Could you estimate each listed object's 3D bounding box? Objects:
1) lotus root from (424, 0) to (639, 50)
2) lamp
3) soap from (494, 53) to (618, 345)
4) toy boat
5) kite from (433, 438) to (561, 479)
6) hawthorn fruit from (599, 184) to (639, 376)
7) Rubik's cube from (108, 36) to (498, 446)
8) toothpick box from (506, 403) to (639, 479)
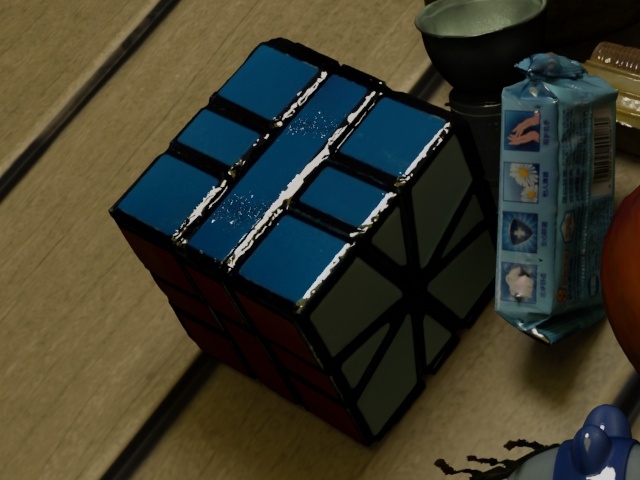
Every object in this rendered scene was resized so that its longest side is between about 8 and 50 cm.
[{"bbox_3d":[0.285,-0.347,1.855,0.346,0.250,0.250,-13,52,12],"label":"lotus root"},{"bbox_3d":[0.202,-0.153,1.750,0.172,0.227,0.147,-7,27,10],"label":"lamp"},{"bbox_3d":[0.246,-0.046,1.632,0.077,0.156,0.293,6,98,35],"label":"soap"},{"bbox_3d":[0.360,-0.164,1.790,0.310,0.089,0.115,22,75,31],"label":"toy boat"},{"bbox_3d":[0.183,0.211,1.490,0.141,0.245,0.015,-24,70,19],"label":"kite"},{"bbox_3d":[0.497,0.045,1.369,0.472,0.472,0.471,-10,52,13],"label":"hawthorn fruit"},{"bbox_3d":[0.000,0.000,1.674,0.283,0.293,0.288,27,66,31],"label":"Rubik's cube"},{"bbox_3d":[0.249,0.324,1.360,0.263,0.263,0.354,-1,53,19],"label":"toothpick box"}]
